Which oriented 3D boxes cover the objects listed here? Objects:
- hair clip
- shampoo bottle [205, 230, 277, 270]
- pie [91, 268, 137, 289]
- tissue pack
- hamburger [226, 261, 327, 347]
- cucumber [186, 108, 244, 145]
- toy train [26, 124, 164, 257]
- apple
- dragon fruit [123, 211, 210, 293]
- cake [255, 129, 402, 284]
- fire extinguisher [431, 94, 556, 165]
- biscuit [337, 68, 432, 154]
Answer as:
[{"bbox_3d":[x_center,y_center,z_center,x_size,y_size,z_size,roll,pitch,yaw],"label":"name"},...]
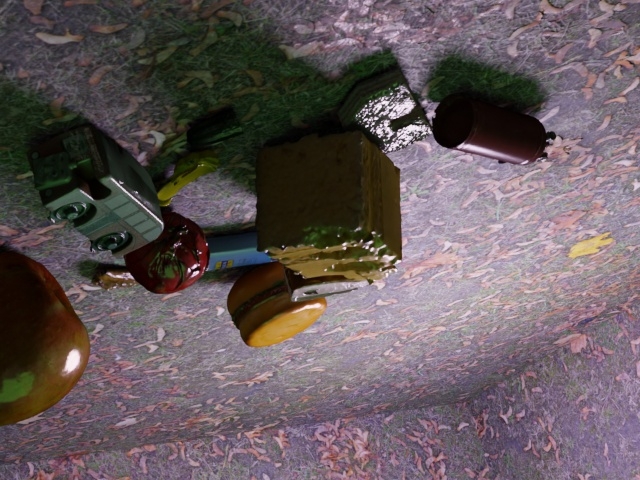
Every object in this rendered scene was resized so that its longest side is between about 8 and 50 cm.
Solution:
[{"bbox_3d":[-0.249,-0.121,1.829,0.072,0.046,0.173,3,153,-45],"label":"hair clip"},{"bbox_3d":[-0.204,0.025,2.183,0.258,0.061,0.104,-8,155,-18],"label":"shampoo bottle"},{"bbox_3d":[-0.445,0.085,2.199,0.092,0.034,0.170,-32,159,30],"label":"pie"},{"bbox_3d":[0.000,0.000,2.040,0.183,0.226,0.092,-11,160,-11],"label":"tissue pack"},{"bbox_3d":[-0.110,0.138,2.371,0.246,0.170,0.246,-26,161,-10],"label":"hamburger"},{"bbox_3d":[-0.187,-0.192,1.707,0.105,0.048,0.048,-17,158,9],"label":"cucumber"},{"bbox_3d":[-0.384,-0.080,1.736,0.159,0.129,0.326,-25,156,5],"label":"toy train"},{"bbox_3d":[-0.634,0.199,1.961,0.339,0.340,0.339,-14,158,-6],"label":"apple"},{"bbox_3d":[-0.310,0.023,1.978,0.172,0.172,0.209,-15,166,-2],"label":"dragon fruit"},{"bbox_3d":[0.034,-0.050,1.885,0.222,0.227,0.286,-8,160,25],"label":"cake"},{"bbox_3d":[0.352,-0.203,1.975,0.337,0.106,0.147,8,159,-44],"label":"fire extinguisher"},{"bbox_3d":[0.117,-0.228,1.824,0.147,0.046,0.250,-20,157,11],"label":"biscuit"}]
